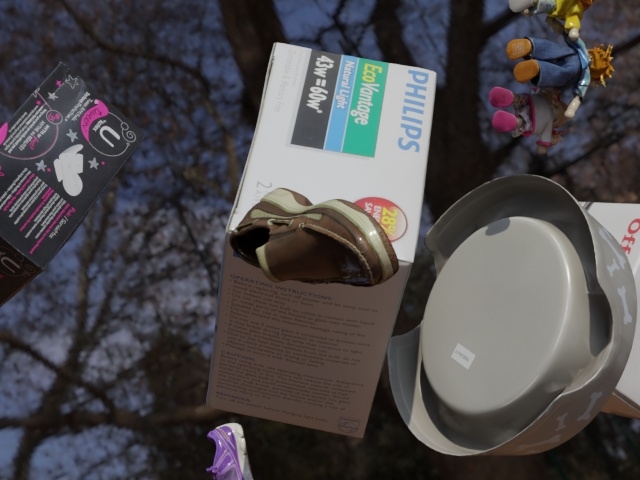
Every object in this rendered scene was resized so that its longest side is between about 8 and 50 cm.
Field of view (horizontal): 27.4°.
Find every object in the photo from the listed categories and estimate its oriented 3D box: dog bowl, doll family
[{"bbox_3d":[0.232,0.100,1.586,0.102,0.348,0.349,22,-49,-33],"label":"dog bowl"},{"bbox_3d":[0.283,-0.240,1.567,0.118,0.263,0.163,-9,-2,43],"label":"doll family"}]

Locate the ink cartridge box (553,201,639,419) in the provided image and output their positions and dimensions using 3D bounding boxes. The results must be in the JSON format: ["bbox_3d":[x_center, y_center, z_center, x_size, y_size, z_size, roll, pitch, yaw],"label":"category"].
[{"bbox_3d":[0.385,0.095,2.038,0.166,0.285,0.395,34,-15,-30],"label":"ink cartridge box"}]

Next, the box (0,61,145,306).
[{"bbox_3d":[-0.350,-0.060,1.564,0.163,0.142,0.247,-34,19,47],"label":"box"}]

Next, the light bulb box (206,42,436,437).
[{"bbox_3d":[0.000,0.000,1.719,0.225,0.358,0.361,11,-43,0],"label":"light bulb box"}]

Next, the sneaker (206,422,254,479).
[{"bbox_3d":[-0.141,0.375,2.064,0.071,0.170,0.068,-12,-19,-6],"label":"sneaker"}]

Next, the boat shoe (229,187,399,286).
[{"bbox_3d":[-0.016,0.014,1.333,0.095,0.095,0.257,-34,19,-18],"label":"boat shoe"}]
